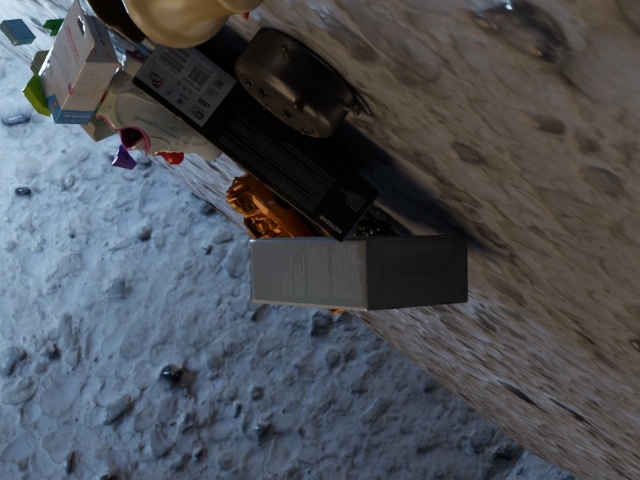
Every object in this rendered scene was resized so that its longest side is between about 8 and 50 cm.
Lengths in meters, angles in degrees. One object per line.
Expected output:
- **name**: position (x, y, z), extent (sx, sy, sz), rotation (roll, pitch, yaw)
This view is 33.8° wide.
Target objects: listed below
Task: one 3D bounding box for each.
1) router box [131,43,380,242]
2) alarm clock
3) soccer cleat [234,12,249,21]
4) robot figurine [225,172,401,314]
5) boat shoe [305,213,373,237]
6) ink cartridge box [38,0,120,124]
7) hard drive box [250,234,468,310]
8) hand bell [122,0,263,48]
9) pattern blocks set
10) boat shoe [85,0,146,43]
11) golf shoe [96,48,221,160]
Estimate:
- **router box**: position (-0.084, -0.135, 1.316), extent (0.309, 0.081, 0.243), rotation (38, -177, -10)
- **alarm clock**: position (-0.037, -0.165, 1.138), extent (0.129, 0.064, 0.192), rotation (39, 176, -20)
- **soccer cleat**: position (-0.096, -0.236, 1.041), extent (0.029, 0.035, 0.083), rotation (33, 172, 24)
- **robot figurine**: position (0.000, 0.000, 1.582), extent (0.211, 0.085, 0.291), rotation (-24, 117, 36)
- **boat shoe**: position (-0.020, -0.055, 1.652), extent (0.285, 0.089, 0.104), rotation (38, 173, -11)
- **ink cartridge box**: position (-0.369, -0.277, 1.633), extent (0.062, 0.181, 0.104), rotation (-2, -124, -38)
- **hard drive box**: position (0.047, 0.038, 1.373), extent (0.181, 0.089, 0.232), rotation (-1, -179, -39)
- **hand bell**: position (-0.031, -0.202, 0.784), extent (0.242, 0.126, 0.126), rotation (13, 159, 43)
- **pattern blocks set**: position (-0.393, -0.251, 1.791), extent (0.325, 0.026, 0.285), rotation (56, -150, 14)
- **boat shoe**: position (-0.284, -0.310, 1.411), extent (0.045, 0.050, 0.135), rotation (26, 169, 32)
- **golf shoe**: position (-0.267, -0.193, 1.754), extent (0.115, 0.140, 0.306), rotation (30, 172, 31)
